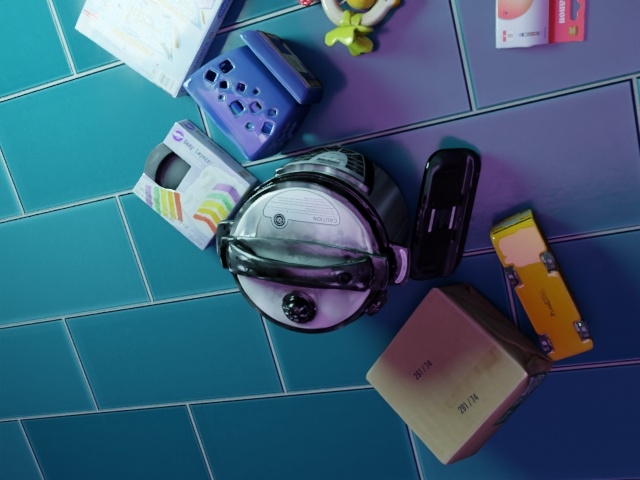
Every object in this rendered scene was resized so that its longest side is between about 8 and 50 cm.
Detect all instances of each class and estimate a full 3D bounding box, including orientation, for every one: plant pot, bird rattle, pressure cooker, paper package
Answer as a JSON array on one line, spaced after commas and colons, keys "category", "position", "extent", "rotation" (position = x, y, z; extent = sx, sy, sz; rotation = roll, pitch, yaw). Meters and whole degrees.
[{"category": "plant pot", "position": [-0.135, -0.344, 1.480], "extent": [0.212, 0.236, 0.236], "rotation": [-42, 92, 17]}, {"category": "bird rattle", "position": [0.061, -0.546, 1.433], "extent": [0.207, 0.143, 0.253], "rotation": [-30, 84, 12]}, {"category": "pressure cooker", "position": [0.002, 0.006, 1.443], "extent": [0.370, 0.420, 0.375], "rotation": [-37, 94, 25]}, {"category": "paper package", "position": [0.322, 0.312, 1.528], "extent": [0.309, 0.168, 0.325], "rotation": [46, 117, 28]}]

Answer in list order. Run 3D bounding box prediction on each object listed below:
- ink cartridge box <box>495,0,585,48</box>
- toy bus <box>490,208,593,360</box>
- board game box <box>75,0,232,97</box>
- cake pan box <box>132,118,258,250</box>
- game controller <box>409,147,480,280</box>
[{"category": "ink cartridge box", "position": [0.462, -0.484, 1.349], "extent": [0.179, 0.045, 0.145], "rotation": [1, 108, 19]}, {"category": "toy bus", "position": [0.510, 0.104, 1.478], "extent": [0.108, 0.130, 0.332], "rotation": [-26, 99, 21]}, {"category": "board game box", "position": [-0.402, -0.572, 1.568], "extent": [0.319, 0.066, 0.318], "rotation": [36, 114, 3]}, {"category": "cake pan box", "position": [-0.335, -0.148, 1.688], "extent": [0.267, 0.070, 0.246], "rotation": [41, 112, 1]}, {"category": "game controller", "position": [0.284, -0.056, 1.486], "extent": [0.166, 0.067, 0.319], "rotation": [-4, 112, -29]}]
